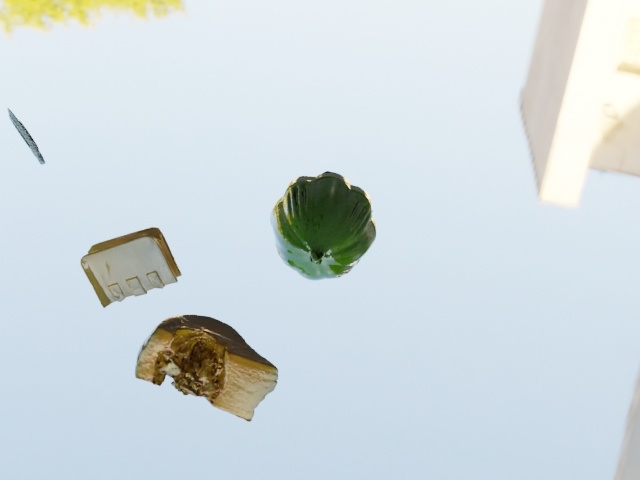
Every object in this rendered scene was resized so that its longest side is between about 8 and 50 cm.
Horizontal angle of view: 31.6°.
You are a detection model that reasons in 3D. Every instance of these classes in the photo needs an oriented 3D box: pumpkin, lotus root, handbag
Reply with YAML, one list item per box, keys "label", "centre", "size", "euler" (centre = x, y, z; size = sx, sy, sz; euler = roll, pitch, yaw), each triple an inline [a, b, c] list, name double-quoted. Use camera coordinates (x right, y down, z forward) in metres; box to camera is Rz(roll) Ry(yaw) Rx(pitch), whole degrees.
- label: "pumpkin"
  centre: [-0.194, 0.216, 2.017]
  size: [0.248, 0.131, 0.126]
  euler: [24, -166, 1]
- label: "lotus root"
  centre: [0.000, 0.000, 1.833]
  size: [0.186, 0.186, 0.186]
  euler: [8, -156, -4]
- label: "handbag"
  centre: [-0.182, 0.026, 1.087]
  size: [0.083, 0.061, 0.027]
  euler: [-16, -158, 16]

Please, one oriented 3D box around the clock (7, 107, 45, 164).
- label: "clock"
  centre: [-0.370, -0.131, 1.422]
  size: [0.010, 0.083, 0.074]
  euler: [-34, -178, -12]
